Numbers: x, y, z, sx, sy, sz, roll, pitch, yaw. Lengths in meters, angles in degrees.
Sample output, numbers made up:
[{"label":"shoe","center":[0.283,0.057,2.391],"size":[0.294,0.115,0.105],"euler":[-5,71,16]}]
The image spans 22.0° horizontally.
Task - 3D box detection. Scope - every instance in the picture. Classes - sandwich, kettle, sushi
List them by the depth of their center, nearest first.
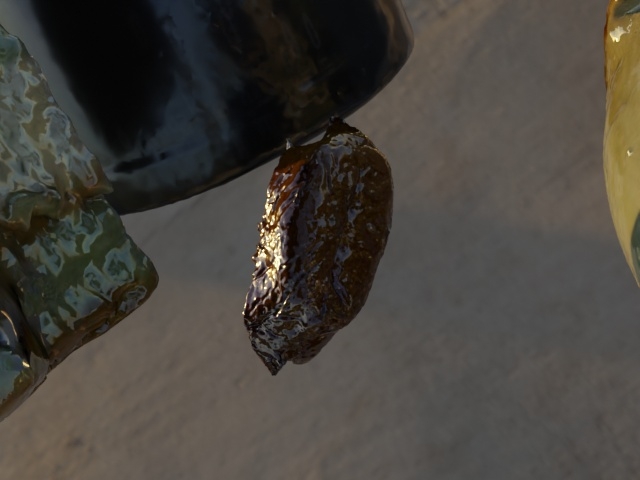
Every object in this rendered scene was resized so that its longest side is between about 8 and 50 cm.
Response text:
[{"label":"sandwich","center":[-0.171,0.000,0.607],"size":[0.198,0.155,0.227],"euler":[-28,8,11]},{"label":"sushi","center":[-0.003,-0.002,0.699],"size":[0.060,0.061,0.118],"euler":[-15,41,55]},{"label":"kettle","center":[-0.130,-0.170,0.810],"size":[0.268,0.290,0.207],"euler":[-23,23,8]}]

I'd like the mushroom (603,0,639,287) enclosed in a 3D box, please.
[{"label":"mushroom","center":[0.125,0.016,0.427],"size":[0.081,0.100,0.312],"euler":[-36,24,18]}]
